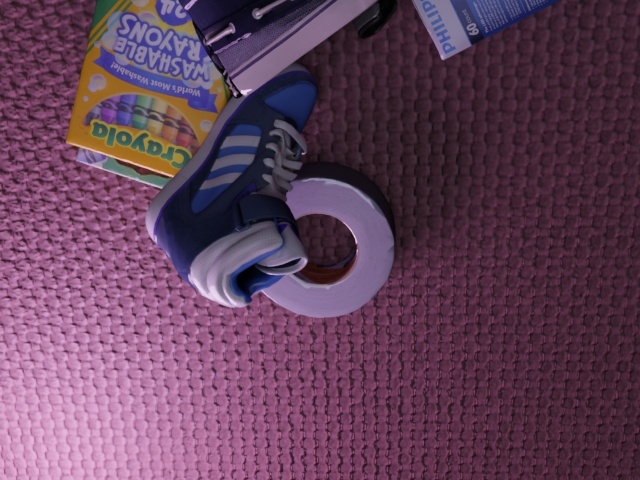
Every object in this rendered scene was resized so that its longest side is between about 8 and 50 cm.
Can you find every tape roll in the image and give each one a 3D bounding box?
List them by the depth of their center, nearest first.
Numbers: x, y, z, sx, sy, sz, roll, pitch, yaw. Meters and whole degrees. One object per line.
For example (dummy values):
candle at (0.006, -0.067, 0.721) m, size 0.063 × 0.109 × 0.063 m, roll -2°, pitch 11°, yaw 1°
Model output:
tape roll at (0.000, 0.000, 1.374) m, size 0.219 × 0.072 × 0.219 m, roll 2°, pitch 112°, yaw 5°

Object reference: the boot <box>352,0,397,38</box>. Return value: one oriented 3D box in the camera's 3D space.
boot at (0.074, -0.387, 1.167) m, size 0.161 × 0.083 × 0.247 m, roll 42°, pitch 121°, yaw 22°

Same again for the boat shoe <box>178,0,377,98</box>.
boat shoe at (-0.022, -0.315, 1.107) m, size 0.340 × 0.127 × 0.158 m, roll -31°, pitch 102°, yaw 28°

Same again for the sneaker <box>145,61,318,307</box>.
sneaker at (-0.060, -0.060, 1.229) m, size 0.323 × 0.236 × 0.130 m, roll -48°, pitch 145°, yaw -4°

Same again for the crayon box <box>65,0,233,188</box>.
crayon box at (-0.221, -0.213, 1.298) m, size 0.203 × 0.083 × 0.323 m, roll 18°, pitch 113°, yaw -3°

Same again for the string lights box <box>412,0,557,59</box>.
string lights box at (0.242, -0.353, 1.204) m, size 0.259 × 0.077 × 0.133 m, roll -25°, pitch 108°, yaw 14°
